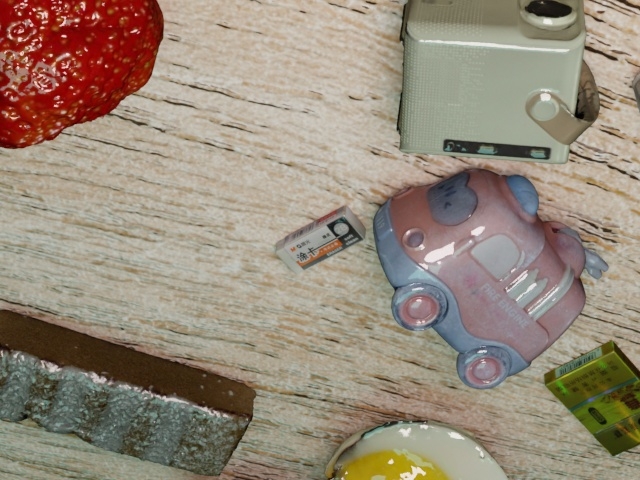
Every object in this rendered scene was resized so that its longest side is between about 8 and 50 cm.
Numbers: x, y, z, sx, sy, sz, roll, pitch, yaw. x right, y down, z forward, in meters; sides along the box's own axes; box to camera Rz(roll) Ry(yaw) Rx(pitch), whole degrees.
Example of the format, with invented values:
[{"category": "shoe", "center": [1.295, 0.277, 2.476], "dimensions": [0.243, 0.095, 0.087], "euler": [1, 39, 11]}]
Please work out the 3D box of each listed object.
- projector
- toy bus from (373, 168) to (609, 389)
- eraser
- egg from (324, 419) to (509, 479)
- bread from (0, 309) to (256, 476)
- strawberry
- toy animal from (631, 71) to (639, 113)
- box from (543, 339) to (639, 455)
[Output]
[{"category": "projector", "center": [0.212, -0.200, 1.407], "dimensions": [0.243, 0.163, 0.177], "euler": [6, 129, 7]}, {"category": "toy bus", "center": [0.221, 0.030, 1.573], "dimensions": [0.232, 0.197, 0.294], "euler": [-38, 115, 18]}, {"category": "eraser", "center": [0.000, 0.000, 1.662], "dimensions": [0.122, 0.029, 0.052], "euler": [-28, 120, 25]}, {"category": "egg", "center": [0.151, 0.427, 1.862], "dimensions": [0.337, 0.201, 0.337], "euler": [0, 94, 3]}, {"category": "bread", "center": [-0.320, 0.244, 1.831], "dimensions": [0.417, 0.113, 0.165], "euler": [17, 129, -9]}, {"category": "strawberry", "center": [-0.321, -0.238, 1.398], "dimensions": [0.277, 0.257, 0.257], "euler": [-3, 129, -13]}, {"category": "toy animal", "center": [0.519, -0.166, 1.411], "dimensions": [0.282, 0.138, 0.140], "euler": [-8, 158, 17]}, {"category": "box", "center": [0.443, 0.243, 1.805], "dimensions": [0.121, 0.030, 0.193], "euler": [-32, 118, 26]}]
